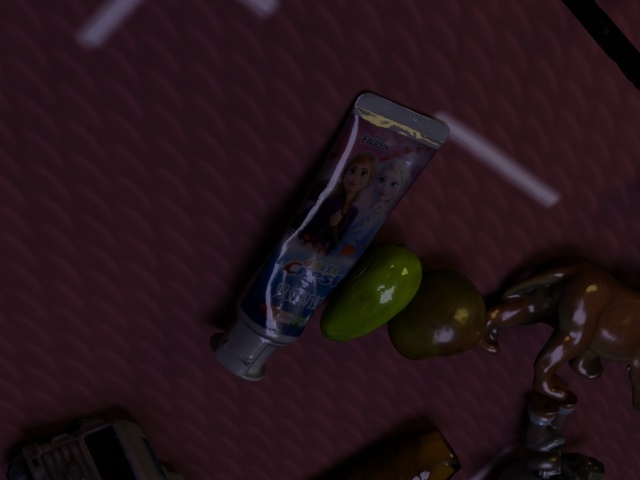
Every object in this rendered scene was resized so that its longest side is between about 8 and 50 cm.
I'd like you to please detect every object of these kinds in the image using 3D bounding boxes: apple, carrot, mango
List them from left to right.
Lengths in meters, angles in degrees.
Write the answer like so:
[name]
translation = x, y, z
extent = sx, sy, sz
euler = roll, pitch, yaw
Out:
[carrot]
translation = 0.017, 0.268, 1.447
extent = 0.260, 0.070, 0.070
euler = -29, 138, 5
[mango]
translation = 0.041, 0.045, 1.233
extent = 0.108, 0.073, 0.056
euler = -43, 97, 15
[apple]
translation = 0.101, 0.068, 1.276
extent = 0.089, 0.074, 0.089
euler = -22, 161, -8

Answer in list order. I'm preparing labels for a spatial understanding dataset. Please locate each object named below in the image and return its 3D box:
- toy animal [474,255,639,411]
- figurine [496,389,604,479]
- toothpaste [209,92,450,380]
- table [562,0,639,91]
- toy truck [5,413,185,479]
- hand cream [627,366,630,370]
[toy animal]
translation = 0.277, 0.074, 1.373
extent = 0.312, 0.097, 0.157
euler = 16, 112, -33
[figurine]
translation = 0.235, 0.248, 1.511
extent = 0.147, 0.093, 0.197
euler = -15, 137, -26
[toothpaste]
translation = 0.000, 0.000, 1.188
extent = 0.096, 0.061, 0.266
euler = 19, 116, -37
[table]
translation = 0.320, -0.251, 0.920
extent = 0.222, 0.272, 0.335
euler = 15, 124, -37
[toy truck]
translation = -0.178, 0.275, 1.321
extent = 0.155, 0.124, 0.268
euler = -21, 140, -15
[hand cream]
translation = 0.390, 0.153, 1.530
extent = 0.084, 0.053, 0.142
euler = -35, 127, 11
